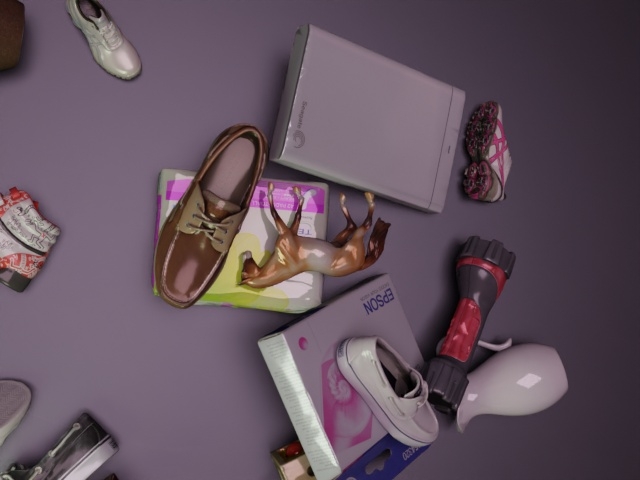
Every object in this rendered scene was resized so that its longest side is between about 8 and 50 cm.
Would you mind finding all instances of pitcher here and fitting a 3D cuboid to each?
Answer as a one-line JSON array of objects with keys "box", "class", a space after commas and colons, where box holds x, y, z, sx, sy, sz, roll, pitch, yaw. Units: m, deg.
[{"box": [0.323, 0.235, 1.808, 0.207, 0.125, 0.177, -16, 76, 0], "class": "pitcher"}]

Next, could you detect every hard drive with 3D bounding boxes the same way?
[{"box": [0.090, -0.202, 1.733, 0.353, 0.047, 0.232, 16, 83, -33], "class": "hard drive"}]

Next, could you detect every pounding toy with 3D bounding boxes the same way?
[{"box": [-0.025, 0.389, 1.683, 0.181, 0.206, 0.094, -23, 92, -10], "class": "pounding toy"}]

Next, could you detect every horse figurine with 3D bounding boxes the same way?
[{"box": [0.000, 0.000, 1.674, 0.263, 0.066, 0.174, 5, 84, -16], "class": "horse figurine"}]

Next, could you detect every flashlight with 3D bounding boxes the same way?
[{"box": [0.249, 0.142, 1.758, 0.103, 0.103, 0.304, 27, 67, -4], "class": "flashlight"}]

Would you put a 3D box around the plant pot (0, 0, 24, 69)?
[{"box": [-0.601, -0.349, 1.612, 0.231, 0.215, 0.215, 6, 87, -24], "class": "plant pot"}]

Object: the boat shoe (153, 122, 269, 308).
[{"box": [-0.178, -0.046, 1.612, 0.123, 0.116, 0.324, 22, 83, -8], "class": "boat shoe"}]

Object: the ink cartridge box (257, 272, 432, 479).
[{"box": [0.073, 0.254, 1.681, 0.324, 0.071, 0.330, -26, 93, -52], "class": "ink cartridge box"}]

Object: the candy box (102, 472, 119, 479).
[{"box": [-0.442, 0.516, 1.611, 0.316, 0.183, 0.087, -36, 93, -10], "class": "candy box"}]

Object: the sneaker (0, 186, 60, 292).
[{"box": [-0.564, -0.045, 1.655, 0.270, 0.090, 0.145, 35, 81, -11], "class": "sneaker"}]

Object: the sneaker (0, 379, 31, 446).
[{"box": [-0.585, 0.366, 1.638, 0.108, 0.169, 0.292, 28, 48, 25], "class": "sneaker"}]

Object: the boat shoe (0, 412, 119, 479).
[{"box": [-0.478, 0.409, 1.646, 0.306, 0.113, 0.105, -42, 89, -12], "class": "boat shoe"}]

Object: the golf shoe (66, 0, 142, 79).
[{"box": [-0.369, -0.350, 1.703, 0.069, 0.086, 0.176, -41, 97, -11], "class": "golf shoe"}]

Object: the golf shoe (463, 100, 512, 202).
[{"box": [0.312, -0.161, 1.844, 0.086, 0.067, 0.186, 9, 86, -37], "class": "golf shoe"}]

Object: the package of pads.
[{"box": [-0.136, 0.004, 1.728, 0.297, 0.101, 0.229, 4, 87, -10], "class": "package of pads"}]

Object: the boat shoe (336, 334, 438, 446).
[{"box": [0.129, 0.247, 1.629, 0.258, 0.084, 0.095, 45, 44, -31], "class": "boat shoe"}]
